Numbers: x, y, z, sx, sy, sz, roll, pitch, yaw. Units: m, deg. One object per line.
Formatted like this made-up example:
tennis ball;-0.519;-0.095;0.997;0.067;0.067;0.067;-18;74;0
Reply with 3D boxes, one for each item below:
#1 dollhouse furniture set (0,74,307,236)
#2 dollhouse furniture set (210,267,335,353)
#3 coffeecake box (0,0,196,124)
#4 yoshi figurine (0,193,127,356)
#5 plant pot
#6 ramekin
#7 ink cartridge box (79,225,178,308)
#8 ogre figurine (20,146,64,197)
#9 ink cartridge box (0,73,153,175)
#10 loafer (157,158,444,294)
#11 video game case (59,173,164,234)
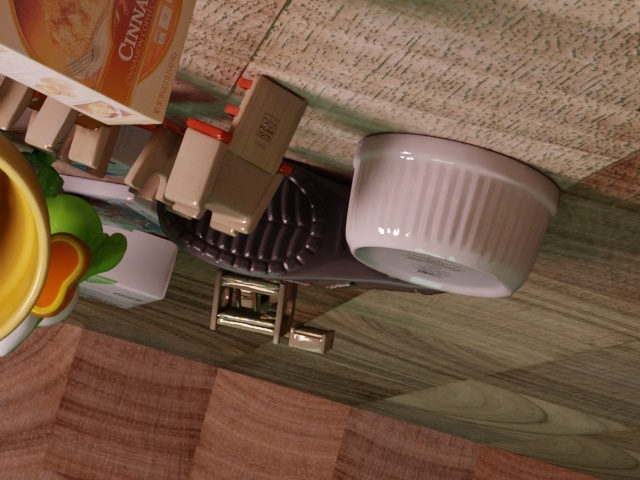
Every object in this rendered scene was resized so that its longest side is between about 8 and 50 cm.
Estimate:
dollhouse furniture set;-0.143;-0.107;1.610;0.259;0.135;0.262;20;175;44
dollhouse furniture set;-0.047;0.087;2.505;0.182;0.101;0.161;11;-167;18
coffeecake box;-0.179;-0.179;1.162;0.068;0.142;0.185;2;163;46
yoshi figurine;-0.352;0.010;2.078;0.203;0.204;0.362;-29;178;-5
plant pot;-0.410;-0.031;1.751;0.254;0.254;0.239;18;-164;-15
ramekin;0.123;-0.019;1.632;0.207;0.109;0.207;14;169;3
ink cartridge box;-0.324;0.033;2.511;0.160;0.093;0.219;19;168;-17
ogre figurine;-0.371;-0.091;1.976;0.118;0.097;0.197;25;159;8
ink cartridge box;-0.268;-0.125;1.751;0.104;0.060;0.180;5;165;44
loafer;0.000;0.000;1.816;0.366;0.134;0.130;14;168;8
video game case;-0.292;-0.049;2.252;0.201;0.023;0.183;10;167;25
